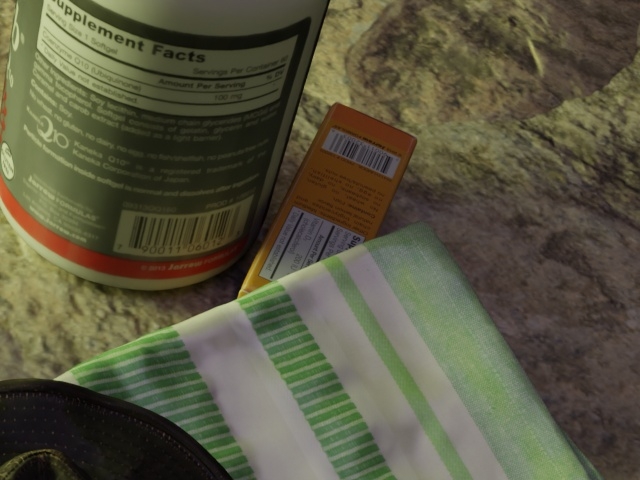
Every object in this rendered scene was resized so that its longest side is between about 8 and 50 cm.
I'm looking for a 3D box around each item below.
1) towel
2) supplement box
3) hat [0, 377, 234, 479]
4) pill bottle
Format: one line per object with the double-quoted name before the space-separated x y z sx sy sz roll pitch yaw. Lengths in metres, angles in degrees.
"towel" -0.004 0.136 1.044 0.325 0.038 0.248 -22 66 -24
"supplement box" 0.000 0.000 1.225 0.080 0.078 0.233 25 43 2
"hat" -0.153 0.203 0.867 0.331 0.134 0.331 5 59 -8
"pill bottle" -0.104 -0.157 1.139 0.210 0.363 0.210 10 43 -9
